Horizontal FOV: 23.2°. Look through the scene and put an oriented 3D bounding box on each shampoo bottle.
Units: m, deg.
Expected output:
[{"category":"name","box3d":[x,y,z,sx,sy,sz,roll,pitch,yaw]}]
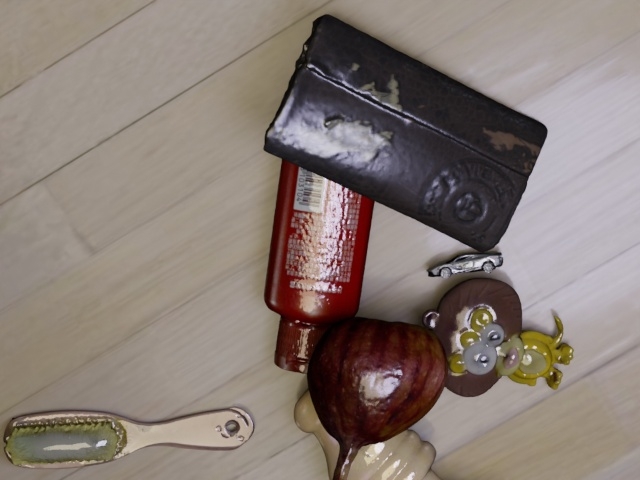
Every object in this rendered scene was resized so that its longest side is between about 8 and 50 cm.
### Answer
[{"category":"shampoo bottle","box3d":[0.000,-0.001,1.858,0.118,0.076,0.314,6,100,-9]}]

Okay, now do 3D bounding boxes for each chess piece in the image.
[{"category":"chess piece","box3d":[0.088,0.293,1.893,0.307,0.124,0.139,42,135,-1]}]

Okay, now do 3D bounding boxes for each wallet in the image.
[{"category":"wallet","box3d":[0.102,-0.118,1.800,0.321,0.044,0.170,24,94,-22]}]

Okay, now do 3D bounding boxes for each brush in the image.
[{"category":"brush","box3d":[-0.237,0.245,1.916,0.312,0.067,0.072,-3,98,1]}]

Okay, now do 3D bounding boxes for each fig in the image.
[{"category":"fig","box3d":[0.047,0.167,1.790,0.149,0.148,0.202,41,59,20]}]

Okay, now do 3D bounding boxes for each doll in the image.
[{"category":"doll","box3d":[0.212,0.115,1.864,0.188,0.096,0.145,-2,107,-8]}]

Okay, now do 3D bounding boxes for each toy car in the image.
[{"category":"toy car","box3d":[0.173,0.028,1.874,0.093,0.041,0.025,-8,95,2]}]
